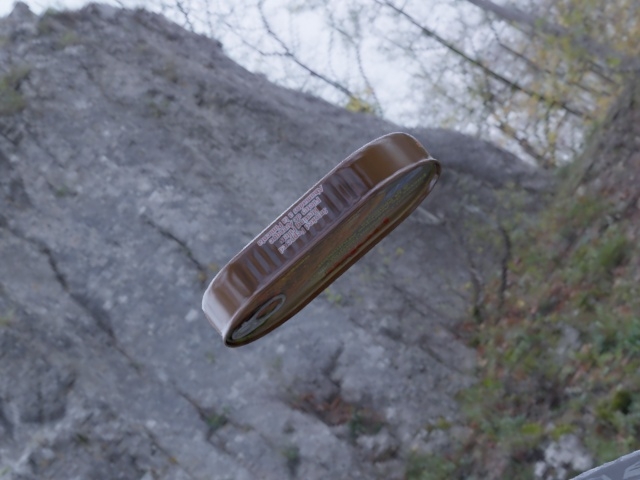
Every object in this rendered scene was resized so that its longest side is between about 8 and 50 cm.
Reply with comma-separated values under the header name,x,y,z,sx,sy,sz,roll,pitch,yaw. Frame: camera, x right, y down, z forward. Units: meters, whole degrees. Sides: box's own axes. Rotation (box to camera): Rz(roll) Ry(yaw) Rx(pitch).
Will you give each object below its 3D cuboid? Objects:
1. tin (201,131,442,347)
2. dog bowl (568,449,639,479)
name,x,y,z,sx,sy,sz,roll,pitch,yaw
tin,0.000,0.000,0.694,0.190,0.040,0.106,-41,-20,5
dog bowl,0.122,0.202,0.396,0.349,0.102,0.349,-31,3,2
